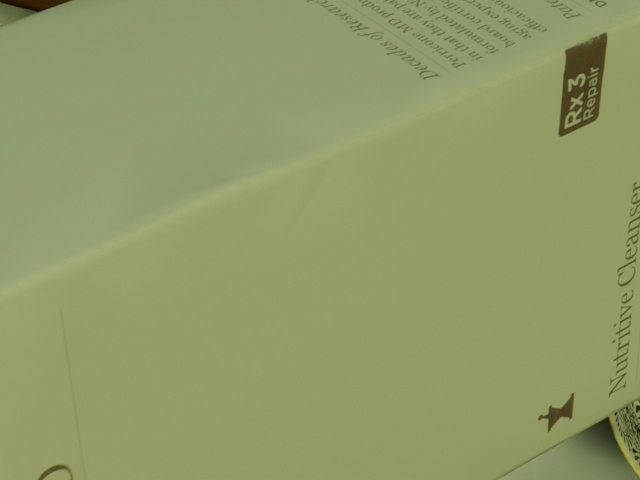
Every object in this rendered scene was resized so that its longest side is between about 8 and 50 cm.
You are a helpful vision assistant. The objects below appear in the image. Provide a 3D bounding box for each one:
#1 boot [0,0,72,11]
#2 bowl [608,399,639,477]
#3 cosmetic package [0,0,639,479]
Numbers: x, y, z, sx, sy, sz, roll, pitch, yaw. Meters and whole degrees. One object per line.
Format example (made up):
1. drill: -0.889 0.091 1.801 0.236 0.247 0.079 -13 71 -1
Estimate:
1. boot: -0.161 -0.105 0.782 0.280 0.264 0.096 12 130 -12
2. bowl: 0.211 0.056 0.955 0.170 0.080 0.170 -2 98 -13
3. cosmetic package: 0.000 0.000 0.745 0.385 0.156 0.217 -28 134 -28
